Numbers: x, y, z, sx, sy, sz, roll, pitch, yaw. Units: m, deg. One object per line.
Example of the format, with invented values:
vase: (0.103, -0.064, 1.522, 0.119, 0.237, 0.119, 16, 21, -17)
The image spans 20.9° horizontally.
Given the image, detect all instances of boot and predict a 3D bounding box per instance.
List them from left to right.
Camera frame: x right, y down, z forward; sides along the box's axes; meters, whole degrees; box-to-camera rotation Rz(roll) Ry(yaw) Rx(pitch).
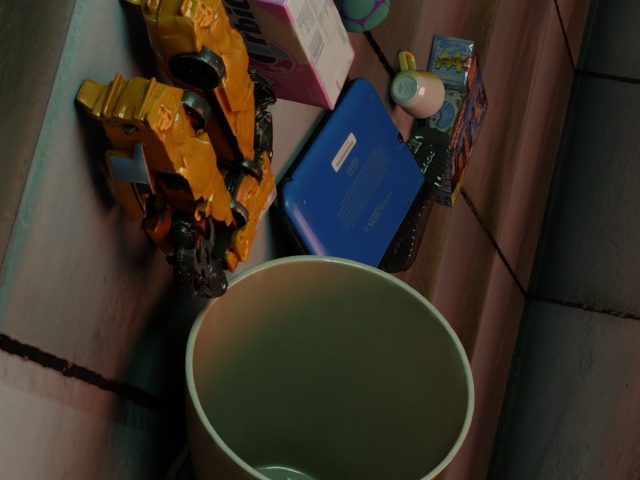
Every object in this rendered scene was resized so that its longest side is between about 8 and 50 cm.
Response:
boot: (0.122, -0.051, 2.314, 0.198, 0.077, 0.137, -66, 169, 1)

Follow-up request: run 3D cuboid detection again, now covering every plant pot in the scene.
plant pot: (-0.017, 0.198, 1.611, 0.274, 0.256, 0.256, 108, 5, -50)

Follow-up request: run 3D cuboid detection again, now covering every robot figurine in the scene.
robot figurine: (-0.106, -0.081, 1.425, 0.291, 0.085, 0.211, 73, 32, -59)

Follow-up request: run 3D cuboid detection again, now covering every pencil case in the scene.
pencil case: (0.033, -0.287, 1.818, 0.070, 0.064, 0.151, -55, 157, -21)

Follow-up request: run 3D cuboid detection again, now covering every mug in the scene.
mug: (0.114, -0.195, 2.216, 0.062, 0.078, 0.064, -49, 160, 13)

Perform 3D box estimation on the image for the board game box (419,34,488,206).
board game box: (0.179, -0.182, 2.429, 0.194, 0.060, 0.194, 78, 28, -53)

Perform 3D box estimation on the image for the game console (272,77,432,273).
game console: (0.000, 0.000, 1.975, 0.250, 0.173, 0.293, 59, 32, -20)

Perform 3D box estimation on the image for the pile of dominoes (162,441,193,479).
pile of dominoes: (-0.120, 0.240, 1.734, 0.251, 0.040, 0.196, -55, 154, -38)

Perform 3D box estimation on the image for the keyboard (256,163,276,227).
keyboard: (-0.072, -0.104, 1.665, 0.256, 0.014, 0.072, 82, 24, -49)

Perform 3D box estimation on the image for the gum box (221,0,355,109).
gum box: (-0.048, -0.191, 1.489, 0.188, 0.107, 0.062, 62, 46, -62)
